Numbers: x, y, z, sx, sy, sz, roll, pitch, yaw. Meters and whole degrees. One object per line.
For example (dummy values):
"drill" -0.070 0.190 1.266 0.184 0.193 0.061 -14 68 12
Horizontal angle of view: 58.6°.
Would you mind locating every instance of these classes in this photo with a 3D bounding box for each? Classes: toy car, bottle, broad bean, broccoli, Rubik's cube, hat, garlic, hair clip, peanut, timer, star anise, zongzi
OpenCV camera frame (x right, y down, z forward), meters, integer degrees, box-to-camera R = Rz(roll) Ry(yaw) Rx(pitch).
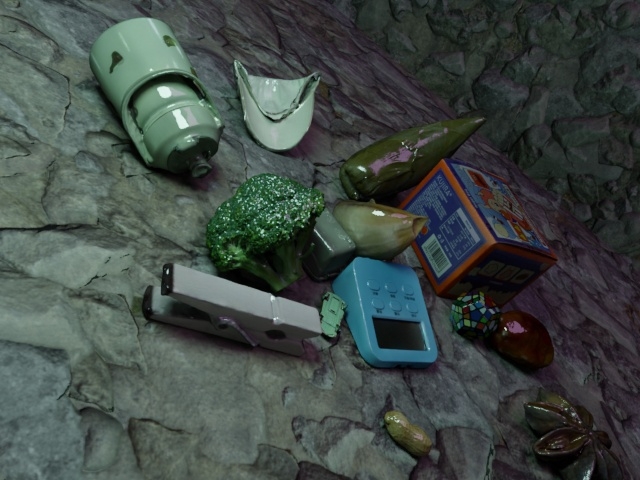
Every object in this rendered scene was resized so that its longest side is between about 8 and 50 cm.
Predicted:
"toy car" 0.021 0.163 1.241 0.059 0.035 0.122 33 41 -12
"bottle" -0.351 -0.301 1.266 0.229 0.229 0.352 -10 65 -52
"broad bean" 0.571 0.278 1.602 0.228 0.122 0.156 24 33 -19
"broccoli" -0.104 -0.018 1.184 0.269 0.261 0.242 156 -89 -84
"Rubik's cube" 0.415 0.202 1.539 0.133 0.133 0.112 47 6 11
"hat" -0.136 -0.388 1.683 0.257 0.168 0.302 3 68 -14
"garlic" 0.123 -0.040 1.472 0.196 0.151 0.338 -12 13 -16
"hair clip" -0.151 0.135 1.041 0.330 0.101 0.085 23 32 -30
"peanut" 0.170 0.378 1.121 0.113 0.054 0.054 41 31 0
"timer" 0.165 0.173 1.335 0.231 0.091 0.250 11 46 -40
"star anise" 0.627 0.504 1.398 0.315 0.108 0.315 30 34 -23
"zongzi" 0.266 -0.257 1.703 0.356 0.392 0.174 -23 86 -51

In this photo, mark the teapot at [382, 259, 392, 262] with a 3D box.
"teapot" 0.167 0.057 1.494 0.110 0.084 0.080 34 40 -61

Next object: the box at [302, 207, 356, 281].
"box" 0.000 0.000 1.359 0.124 0.093 0.172 -16 62 -49

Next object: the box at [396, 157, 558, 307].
"box" 0.465 -0.020 1.732 0.318 0.257 0.349 13 41 -35
